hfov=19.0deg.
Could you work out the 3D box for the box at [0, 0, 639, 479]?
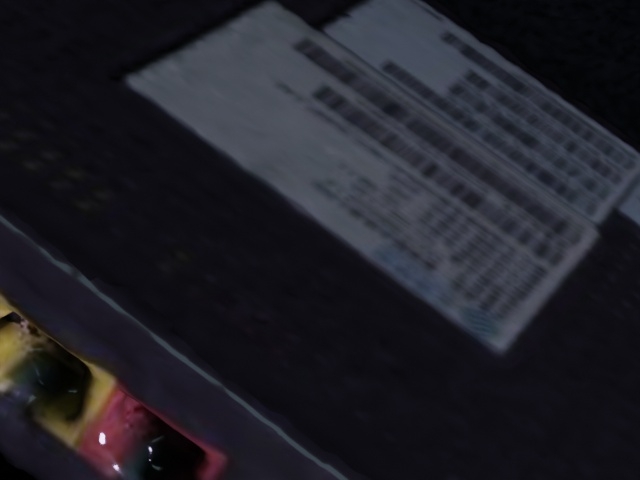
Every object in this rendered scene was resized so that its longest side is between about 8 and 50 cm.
[{"bbox_3d":[0.000,0.000,0.448,0.350,0.058,0.211,36,29,8],"label":"box"}]
